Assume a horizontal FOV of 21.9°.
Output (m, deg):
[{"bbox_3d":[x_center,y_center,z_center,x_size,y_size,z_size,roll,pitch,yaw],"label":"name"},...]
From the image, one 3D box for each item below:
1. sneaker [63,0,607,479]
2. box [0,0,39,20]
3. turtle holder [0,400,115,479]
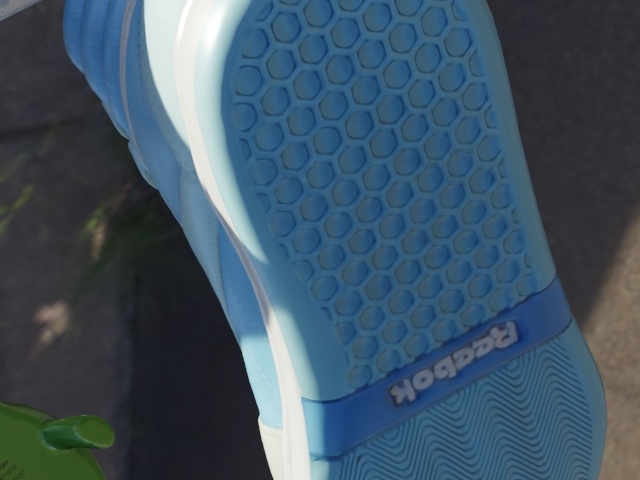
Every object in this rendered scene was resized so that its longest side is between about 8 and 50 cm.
[{"bbox_3d":[0.000,0.000,0.636,0.208,0.127,0.319,46,152,53],"label":"sneaker"},{"bbox_3d":[-0.254,-0.152,0.694,0.127,0.262,0.231,60,174,20],"label":"box"},{"bbox_3d":[-0.322,0.256,1.450,0.227,0.243,0.320,-10,134,35],"label":"turtle holder"}]
